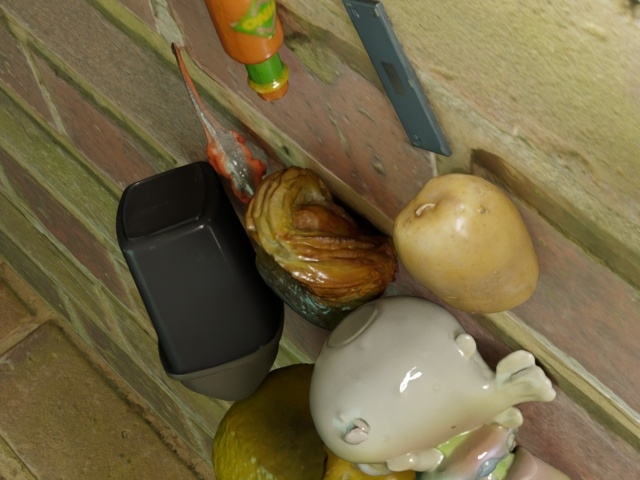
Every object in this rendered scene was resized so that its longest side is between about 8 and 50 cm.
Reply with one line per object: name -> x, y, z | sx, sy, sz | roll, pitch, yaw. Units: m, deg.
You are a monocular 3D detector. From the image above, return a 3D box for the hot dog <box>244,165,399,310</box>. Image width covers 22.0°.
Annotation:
hot dog -> 0.002, -0.002, 1.842 | 0.175, 0.114, 0.259 | 45, 178, 10

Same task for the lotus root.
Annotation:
lotus root -> -0.003, 0.052, 2.027 | 0.192, 0.088, 0.113 | 43, 156, 21

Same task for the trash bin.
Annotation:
trash bin -> -0.159, 0.058, 2.231 | 0.209, 0.182, 0.290 | -97, -13, -56

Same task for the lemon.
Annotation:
lemon -> -0.002, 0.310, 2.279 | 0.322, 0.268, 0.268 | 31, 156, 36

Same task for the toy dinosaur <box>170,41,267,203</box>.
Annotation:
toy dinosaur -> -0.111, -0.111, 1.986 | 0.279, 0.055, 0.101 | 57, 178, 9

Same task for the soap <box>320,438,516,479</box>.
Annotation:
soap -> 0.034, 0.305, 2.041 | 0.304, 0.339, 0.169 | 33, 155, 40

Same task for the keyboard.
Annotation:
keyboard -> 0.071, -0.151, 1.512 | 0.055, 0.014, 0.176 | 26, 152, 52

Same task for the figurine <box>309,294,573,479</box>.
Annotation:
figurine -> 0.179, 0.224, 1.830 | 0.394, 0.226, 0.274 | 47, 136, -13

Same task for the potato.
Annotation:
potato -> 0.136, 0.005, 1.525 | 0.178, 0.118, 0.109 | 49, -155, -49

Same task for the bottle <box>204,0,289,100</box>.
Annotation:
bottle -> -0.070, -0.213, 1.657 | 0.069, 0.069, 0.187 | 38, 162, 35
